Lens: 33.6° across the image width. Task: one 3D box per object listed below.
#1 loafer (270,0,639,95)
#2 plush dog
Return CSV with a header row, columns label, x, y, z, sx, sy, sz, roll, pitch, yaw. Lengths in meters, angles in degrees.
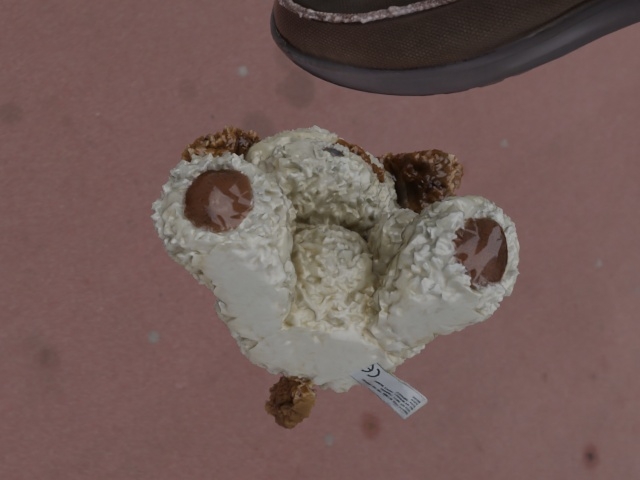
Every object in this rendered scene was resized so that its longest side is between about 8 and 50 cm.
label,x,y,z,sx,sy,sz,roll,pitch,yaw
loafer,0.124,-0.176,0.506,0.130,0.365,0.134,49,39,-44
plush dog,0.000,0.000,0.829,0.262,0.211,0.225,9,42,-8
